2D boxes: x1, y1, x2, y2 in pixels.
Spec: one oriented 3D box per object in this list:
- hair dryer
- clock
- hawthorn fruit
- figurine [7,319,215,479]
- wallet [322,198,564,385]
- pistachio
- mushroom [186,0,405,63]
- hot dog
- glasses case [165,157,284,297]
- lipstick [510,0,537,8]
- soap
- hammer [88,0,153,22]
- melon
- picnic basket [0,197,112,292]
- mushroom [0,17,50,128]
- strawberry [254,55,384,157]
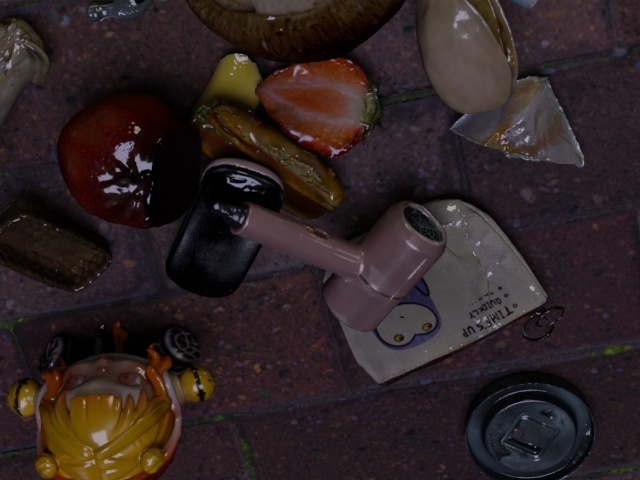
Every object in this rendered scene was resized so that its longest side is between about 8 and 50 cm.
[{"bbox_3d":[0.000,0.000,1.861,0.344,0.107,0.189,21,124,-32],"label":"hair dryer"},{"bbox_3d":[0.343,0.311,2.179,0.214,0.042,0.215,1,119,1],"label":"clock"},{"bbox_3d":[-0.277,-0.122,1.855,0.189,0.251,0.190,-15,121,-26],"label":"hawthorn fruit"},{"bbox_3d":[-0.315,0.264,2.007,0.320,0.323,0.196,-5,118,5],"label":"figurine"},{"bbox_3d":[0.170,0.080,2.032,0.335,0.068,0.275,-26,109,19],"label":"wallet"},{"bbox_3d":[0.197,-0.269,1.800,0.152,0.126,0.223,16,141,41],"label":"pistachio"},{"bbox_3d":[-0.028,-0.387,1.677,0.239,0.345,0.345,-37,122,-29],"label":"mushroom"},{"bbox_3d":[-0.073,-0.116,1.899,0.115,0.072,0.269,-8,144,47],"label":"hot dog"},{"bbox_3d":[-0.144,-0.013,1.942,0.122,0.075,0.314,17,142,-10],"label":"glasses case"},{"bbox_3d":[0.223,-0.365,1.798,0.157,0.048,0.048,21,118,-10],"label":"lipstick"},{"bbox_3d":[-0.130,-0.196,1.908,0.089,0.033,0.168,22,119,-20],"label":"soap"},{"bbox_3d":[-0.285,-0.435,1.779,0.111,0.033,0.288,-6,119,6],"label":"hammer"},{"bbox_3d":[0.298,-0.167,1.886,0.202,0.093,0.140,14,111,-12],"label":"melon"},{"bbox_3d":[-0.411,0.007,1.987,0.110,0.055,0.193,-39,138,21],"label":"picnic basket"},{"bbox_3d":[-0.515,-0.143,1.897,0.177,0.126,0.397,4,126,-34],"label":"mushroom"},{"bbox_3d":[-0.002,-0.188,1.874,0.187,0.082,0.147,11,77,0],"label":"strawberry"}]
